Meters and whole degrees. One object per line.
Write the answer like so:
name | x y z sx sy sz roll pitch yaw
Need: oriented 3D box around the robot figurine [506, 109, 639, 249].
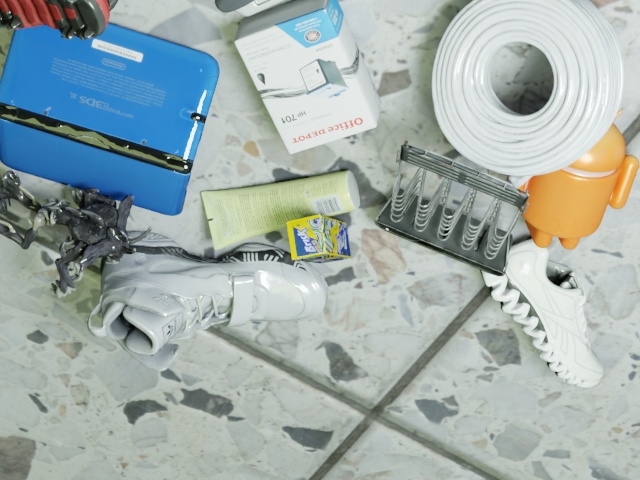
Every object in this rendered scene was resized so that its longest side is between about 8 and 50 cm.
robot figurine | 0.355 -0.092 1.648 0.158 0.128 0.219 26 129 20

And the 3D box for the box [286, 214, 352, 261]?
box | 0.000 0.000 1.728 0.054 0.169 0.059 -10 85 14

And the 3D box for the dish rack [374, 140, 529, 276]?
dish rack | 0.185 -0.045 1.634 0.208 0.074 0.271 21 167 7

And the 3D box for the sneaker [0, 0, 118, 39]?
sneaker | -0.377 -0.348 1.576 0.276 0.135 0.098 13 142 26

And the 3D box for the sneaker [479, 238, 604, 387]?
sneaker | 0.369 0.115 1.808 0.118 0.110 0.292 -34 115 16

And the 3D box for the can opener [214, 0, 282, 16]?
can opener | -0.006 -0.363 1.519 0.283 0.095 0.076 -20 121 20

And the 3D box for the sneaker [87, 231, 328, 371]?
sneaker | -0.176 0.105 1.794 0.365 0.210 0.137 9 126 0

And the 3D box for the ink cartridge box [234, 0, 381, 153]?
ink cartridge box | -0.015 -0.233 1.621 0.139 0.082 0.191 -17 120 17

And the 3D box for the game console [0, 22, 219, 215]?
game console | -0.316 -0.186 1.722 0.293 0.173 0.250 17 94 -6

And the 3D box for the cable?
cable | 0.265 -0.212 1.535 0.257 0.089 0.257 -28 85 31

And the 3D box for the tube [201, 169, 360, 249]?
tube | -0.062 -0.054 1.767 0.240 0.070 0.062 -12 145 16

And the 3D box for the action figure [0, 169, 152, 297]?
action figure | -0.380 -0.012 1.766 0.275 0.164 0.141 18 147 16
